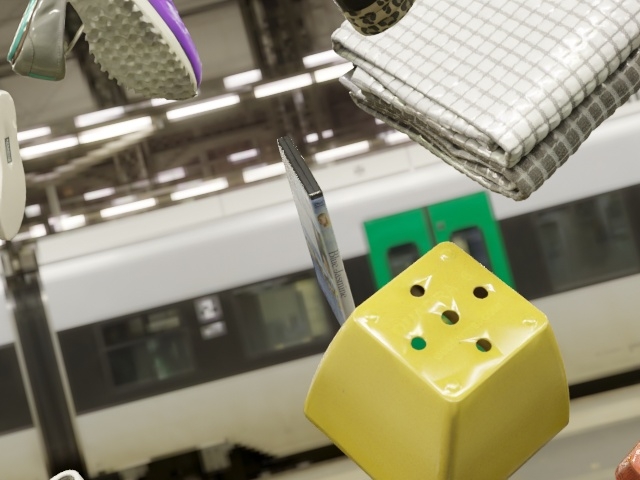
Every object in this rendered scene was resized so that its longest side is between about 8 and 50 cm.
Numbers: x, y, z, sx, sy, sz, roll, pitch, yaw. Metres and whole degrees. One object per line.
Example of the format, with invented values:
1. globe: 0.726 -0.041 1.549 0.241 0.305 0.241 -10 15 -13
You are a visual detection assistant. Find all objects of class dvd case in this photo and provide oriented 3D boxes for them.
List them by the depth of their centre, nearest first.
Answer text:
1. dvd case: 0.000 0.000 1.773 0.022 0.253 0.180 -20 32 -6

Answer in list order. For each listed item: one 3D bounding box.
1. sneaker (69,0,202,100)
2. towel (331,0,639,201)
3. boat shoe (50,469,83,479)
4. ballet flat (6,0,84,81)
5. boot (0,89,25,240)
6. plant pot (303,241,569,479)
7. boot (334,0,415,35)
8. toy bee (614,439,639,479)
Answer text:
1. sneaker: -0.183 -0.269 1.239 0.102 0.146 0.293 0 -39 34
2. towel: 0.177 -0.189 1.319 0.235 0.283 0.121 -45 -41 -11
3. boat shoe: -0.313 0.313 1.194 0.267 0.088 0.096 -33 29 -32
4. ballet flat: -0.259 -0.258 1.302 0.068 0.213 0.072 16 -17 -18
5. boot: -0.424 -0.095 1.611 0.086 0.190 0.069 3 13 16
6. plant pot: 0.126 0.132 1.326 0.212 0.212 0.187 -36 -29 -25
7. boot: 0.031 -0.292 0.990 0.085 0.236 0.178 13 -13 34
8. toy bee: 0.489 0.207 1.558 0.298 0.162 0.195 -56 -8 -10
